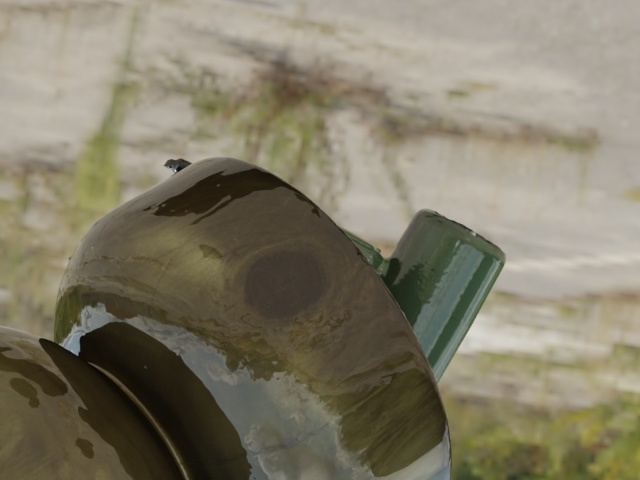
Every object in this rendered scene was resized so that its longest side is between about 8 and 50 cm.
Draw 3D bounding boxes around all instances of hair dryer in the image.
[{"bbox_3d":[0.000,0.000,0.785,0.150,0.071,0.047,29,-179,-1],"label":"hair dryer"}]

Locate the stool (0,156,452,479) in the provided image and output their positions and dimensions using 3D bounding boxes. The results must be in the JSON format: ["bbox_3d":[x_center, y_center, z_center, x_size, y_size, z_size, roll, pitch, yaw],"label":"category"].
[{"bbox_3d":[-0.104,0.104,0.697,0.264,0.179,0.179,-32,-164,-29],"label":"stool"}]
